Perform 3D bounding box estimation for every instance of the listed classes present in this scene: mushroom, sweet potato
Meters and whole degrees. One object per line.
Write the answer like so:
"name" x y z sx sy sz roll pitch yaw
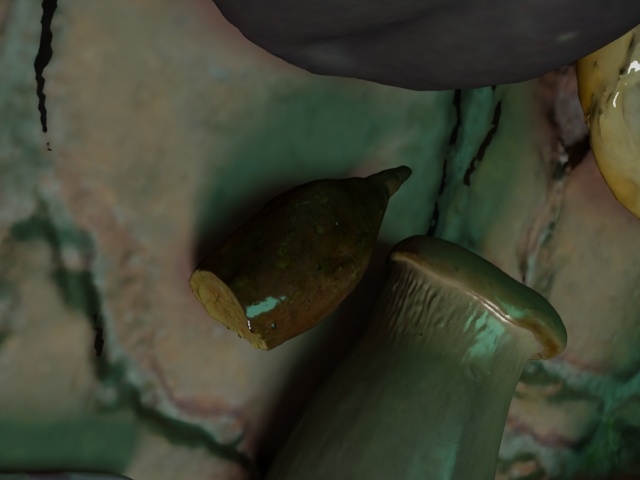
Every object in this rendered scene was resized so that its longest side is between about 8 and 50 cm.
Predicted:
"mushroom" 0.022 0.118 0.492 0.108 0.096 0.247 19 81 -16
"sweet potato" 0.000 0.000 0.484 0.117 0.049 0.049 -38 120 -37

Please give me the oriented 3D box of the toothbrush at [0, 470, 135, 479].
"toothbrush" -0.173 0.076 0.363 0.286 0.020 0.025 7 87 -41

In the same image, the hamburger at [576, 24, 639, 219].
"hamburger" 0.222 -0.116 0.581 0.244 0.163 0.244 -2 94 -36

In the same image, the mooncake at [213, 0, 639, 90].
"mooncake" 0.049 -0.175 0.444 0.245 0.133 0.245 0 90 -41
